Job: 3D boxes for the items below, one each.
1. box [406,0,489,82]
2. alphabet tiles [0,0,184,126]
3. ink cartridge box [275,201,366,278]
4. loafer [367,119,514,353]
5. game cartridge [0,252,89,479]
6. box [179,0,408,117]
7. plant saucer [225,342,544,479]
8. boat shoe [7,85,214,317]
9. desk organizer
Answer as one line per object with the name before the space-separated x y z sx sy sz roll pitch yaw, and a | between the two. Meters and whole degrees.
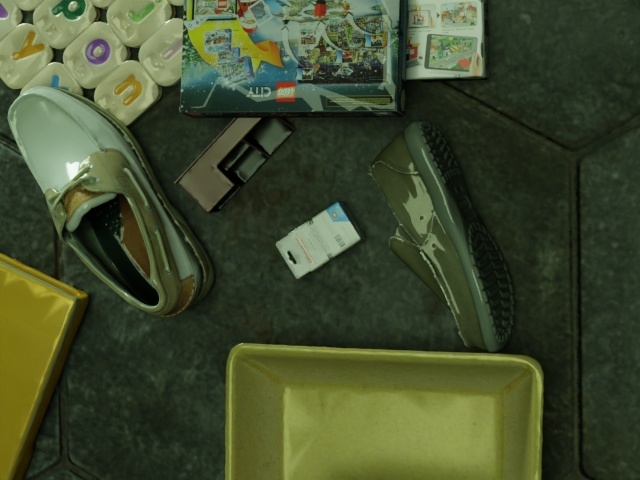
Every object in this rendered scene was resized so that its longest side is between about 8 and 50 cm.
box | 0.072 -0.221 1.585 0.207 0.036 0.114 0 92 15
alphabet tiles | -0.257 -0.270 1.676 0.278 0.021 0.284 -41 82 15
ink cartridge box | 0.000 0.000 1.618 0.083 0.028 0.048 -33 84 13
loafer | 0.124 0.003 1.564 0.087 0.094 0.251 -25 82 26
game cartridge | -0.444 0.154 1.734 0.285 0.053 0.323 24 101 12
box | -0.028 -0.208 1.563 0.233 0.044 0.159 1 88 15
plant saucer | 0.069 0.274 1.587 0.333 0.081 0.332 2 93 15
boat shoe | -0.236 -0.047 1.629 0.302 0.103 0.113 47 110 6
desk organizer | -0.091 -0.092 1.629 0.050 0.047 0.130 45 102 6
